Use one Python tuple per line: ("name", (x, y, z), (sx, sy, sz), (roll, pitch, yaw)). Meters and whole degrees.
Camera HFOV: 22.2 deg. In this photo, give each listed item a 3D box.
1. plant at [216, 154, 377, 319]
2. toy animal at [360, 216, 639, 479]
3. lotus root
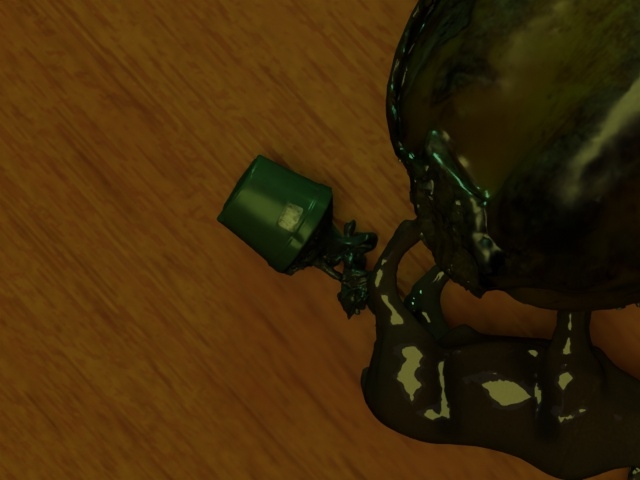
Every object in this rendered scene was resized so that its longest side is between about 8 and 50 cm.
("plant", (0.000, 0.000, 0.826), (0.102, 0.051, 0.051), (35, 102, -8))
("toy animal", (0.125, 0.084, 0.796), (0.214, 0.094, 0.186), (4, 88, 10))
("lotus root", (0.200, -0.121, 0.688), (0.397, 0.179, 0.196), (-36, 79, 2))
